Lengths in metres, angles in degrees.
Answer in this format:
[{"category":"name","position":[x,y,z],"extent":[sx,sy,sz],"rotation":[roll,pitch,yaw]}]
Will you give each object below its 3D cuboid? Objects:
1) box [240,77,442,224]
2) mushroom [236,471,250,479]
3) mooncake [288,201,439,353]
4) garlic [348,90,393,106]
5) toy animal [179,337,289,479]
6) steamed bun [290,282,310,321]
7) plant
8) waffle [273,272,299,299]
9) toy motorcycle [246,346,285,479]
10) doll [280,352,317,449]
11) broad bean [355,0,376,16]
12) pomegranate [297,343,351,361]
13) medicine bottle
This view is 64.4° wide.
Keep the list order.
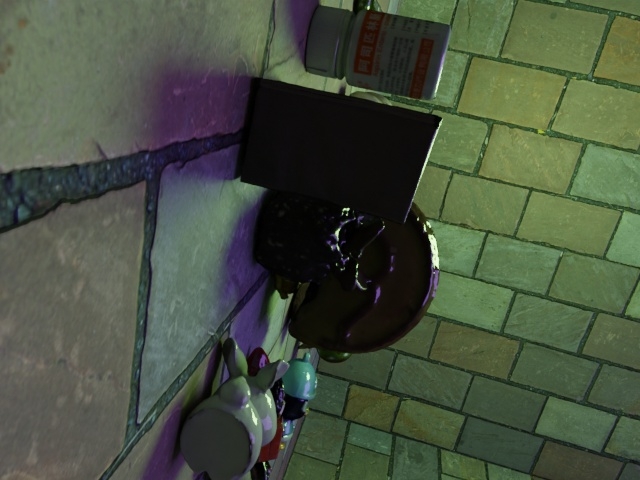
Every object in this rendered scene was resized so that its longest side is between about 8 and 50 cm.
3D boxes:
[{"category":"box","position":[0.030,-0.139,0.754],"extent":[0.188,0.253,0.153],"rotation":[-57,162,-73]},{"category":"mushroom","position":[-0.178,0.464,1.014],"extent":[0.081,0.092,0.223],"rotation":[-21,138,-26]},{"category":"mooncake","position":[0.074,0.056,1.187],"extent":[0.393,0.394,0.246],"rotation":[63,6,-2]},{"category":"garlic","position":[0.144,-0.333,1.573],"extent":[0.184,0.203,0.281],"rotation":[-51,167,-26]},{"category":"toy animal","position":[-0.136,0.273,0.819],"extent":[0.193,0.128,0.178],"rotation":[-50,152,-69]},{"category":"steamed bun","position":[-0.041,0.210,1.616],"extent":[0.175,0.107,0.144],"rotation":[-89,179,-45]},{"category":"plant","position":[0.000,0.000,0.957],"extent":[0.178,0.234,0.204],"rotation":[-59,169,-50]},{"category":"waffle","position":[-0.050,-0.009,1.225],"extent":[0.300,0.058,0.281],"rotation":[-69,171,-48]},{"category":"toy motorcycle","position":[-0.134,0.395,1.103],"extent":[0.171,0.089,0.297],"rotation":[-131,-133,-62]},{"category":"doll","position":[-0.093,0.508,1.639],"extent":[0.177,0.141,0.313],"rotation":[-129,-123,-82]},{"category":"broad bean","position":[0.126,-0.639,1.417],"extent":[0.292,0.050,0.143],"rotation":[-67,163,-65]},{"category":"pomegranate","position":[0.024,0.392,1.997],"extent":[0.181,0.225,0.181],"rotation":[-4,90,-78]},{"category":"medicine bottle","position":[0.107,-0.354,0.957],"extent":[0.144,0.252,0.144],"rotation":[13,90,-80]}]
